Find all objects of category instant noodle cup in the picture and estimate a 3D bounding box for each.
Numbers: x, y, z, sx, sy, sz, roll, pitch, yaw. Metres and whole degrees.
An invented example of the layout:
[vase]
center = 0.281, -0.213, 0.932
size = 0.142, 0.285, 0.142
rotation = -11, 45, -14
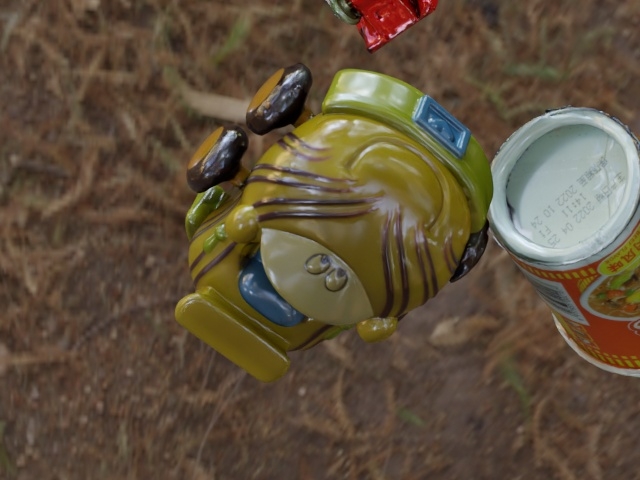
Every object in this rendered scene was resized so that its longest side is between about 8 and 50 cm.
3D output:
[instant noodle cup]
center = 0.229, -0.010, 1.292
size = 0.193, 0.212, 0.193
rotation = -12, 65, 26

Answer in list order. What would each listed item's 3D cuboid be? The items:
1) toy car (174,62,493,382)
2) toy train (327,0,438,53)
[toy car]
center = 0.000, 0.000, 1.147
size = 0.200, 0.248, 0.142
rotation = 36, 45, -13
[toy train]
center = 0.019, -0.282, 1.455
size = 0.204, 0.083, 0.131
rotation = 48, 31, -17
